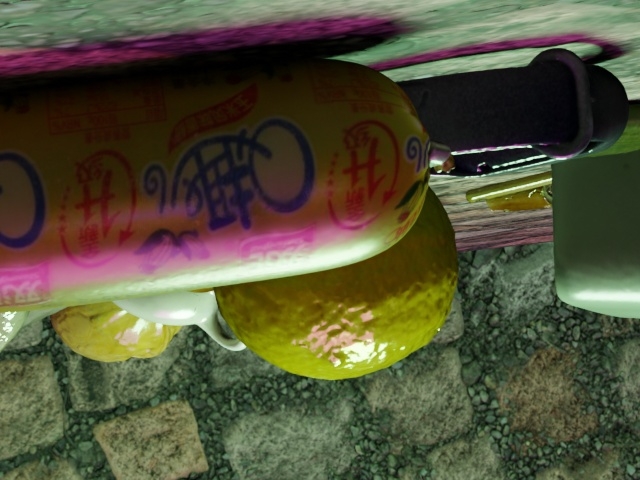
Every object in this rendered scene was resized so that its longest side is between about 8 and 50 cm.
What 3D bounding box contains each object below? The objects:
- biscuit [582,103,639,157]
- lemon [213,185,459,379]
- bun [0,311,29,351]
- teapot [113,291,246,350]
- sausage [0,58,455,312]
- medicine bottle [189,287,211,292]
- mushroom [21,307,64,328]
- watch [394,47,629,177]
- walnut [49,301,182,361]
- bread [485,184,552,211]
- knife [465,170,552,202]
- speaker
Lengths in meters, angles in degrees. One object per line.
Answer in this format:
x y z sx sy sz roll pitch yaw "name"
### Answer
0.164 -0.083 1.527 0.322 0.038 0.099 -5 173 -37 "biscuit"
0.010 0.018 1.578 0.231 0.192 0.192 -5 176 -30 "lemon"
-0.301 0.014 1.292 0.231 0.133 0.231 -10 152 -6 "bun"
-0.150 0.030 1.925 0.226 0.092 0.145 37 -141 27 "teapot"
-0.095 -0.031 1.069 0.347 0.123 0.123 -8 177 -5 "sausage"
-0.103 -0.003 1.780 0.096 0.096 0.192 -7 177 -11 "medicine bottle"
-0.301 0.018 1.478 0.350 0.128 0.128 -6 178 36 "mushroom"
0.095 -0.076 1.243 0.206 0.068 0.193 -8 178 40 "watch"
-0.224 0.060 2.142 0.159 0.159 0.206 -6 171 -25 "walnut"
0.235 -0.053 2.222 0.083 0.036 0.047 -8 169 38 "bread"
0.276 -0.076 2.013 0.256 0.022 0.046 -13 166 18 "knife"
0.340 -0.011 1.847 0.184 0.183 0.406 -3 174 16 "speaker"
